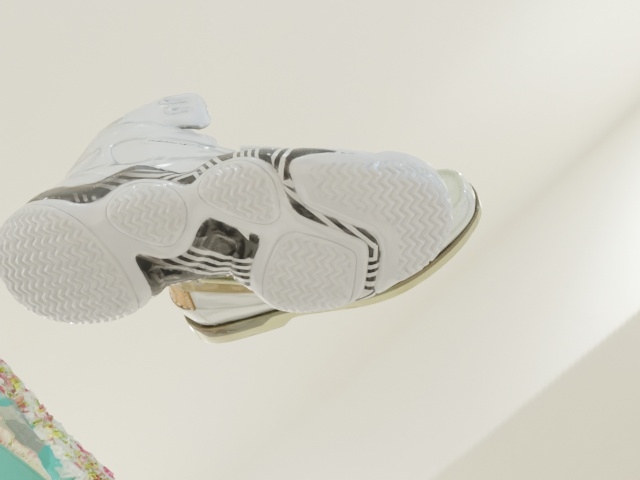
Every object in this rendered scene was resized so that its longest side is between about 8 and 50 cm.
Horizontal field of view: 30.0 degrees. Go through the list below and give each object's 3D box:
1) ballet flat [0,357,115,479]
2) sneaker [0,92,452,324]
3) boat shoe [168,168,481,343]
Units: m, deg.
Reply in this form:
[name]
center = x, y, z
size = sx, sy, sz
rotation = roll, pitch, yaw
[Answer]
[ballet flat]
center = -0.231, 0.145, 0.884
size = 0.091, 0.241, 0.077
rotation = -54, -28, 14
[sneaker]
center = -0.071, -0.044, 0.988
size = 0.210, 0.366, 0.137
rotation = -76, -25, -58
[boat shoe]
center = 0.000, 0.000, 1.103
size = 0.302, 0.113, 0.103
rotation = -23, -46, 4
